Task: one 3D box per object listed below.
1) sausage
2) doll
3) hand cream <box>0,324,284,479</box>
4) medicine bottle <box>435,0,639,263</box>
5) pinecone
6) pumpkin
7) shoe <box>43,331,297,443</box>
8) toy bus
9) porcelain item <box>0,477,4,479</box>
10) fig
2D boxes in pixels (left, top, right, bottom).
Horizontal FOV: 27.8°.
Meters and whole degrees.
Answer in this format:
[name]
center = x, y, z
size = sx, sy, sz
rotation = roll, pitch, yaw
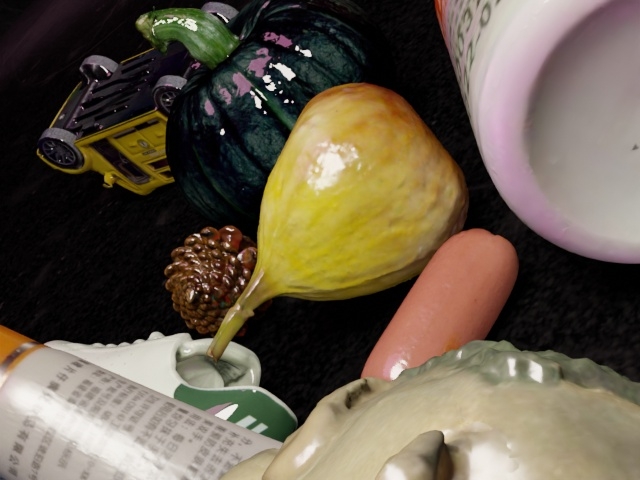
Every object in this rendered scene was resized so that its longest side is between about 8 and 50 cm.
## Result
[sausage]
center = 0.082, 0.060, 0.889
size = 0.062, 0.062, 0.154
rotation = -4, 45, 54
[doll]
center = 0.042, 0.162, 0.543
size = 0.247, 0.247, 0.349
rotation = -47, -2, -8
[hand cream]
center = -0.110, 0.146, 0.843
size = 0.314, 0.089, 0.139
rotation = 26, 64, 19
[medicine bottle]
center = 0.190, -0.169, 0.904
size = 0.219, 0.219, 0.388
rotation = -35, 27, 17
[pinecone]
center = -0.089, 0.031, 1.145
size = 0.102, 0.102, 0.109
rotation = -38, 17, 11
[pumpkin]
center = -0.061, -0.139, 1.195
size = 0.248, 0.248, 0.248
rotation = -34, 27, 19
[shoe]
center = -0.137, 0.124, 1.038
size = 0.160, 0.132, 0.363
rotation = -47, 29, -8
[toy bus]
center = -0.180, -0.147, 1.499
size = 0.331, 0.151, 0.145
rotation = -14, 43, 43
[porcelain item]
center = -0.277, 0.238, 0.927
size = 0.405, 0.243, 0.178
rotation = 16, 88, 58
[fig]
center = 0.000, 0.000, 0.987
size = 0.257, 0.159, 0.159
rotation = -47, 24, -23
